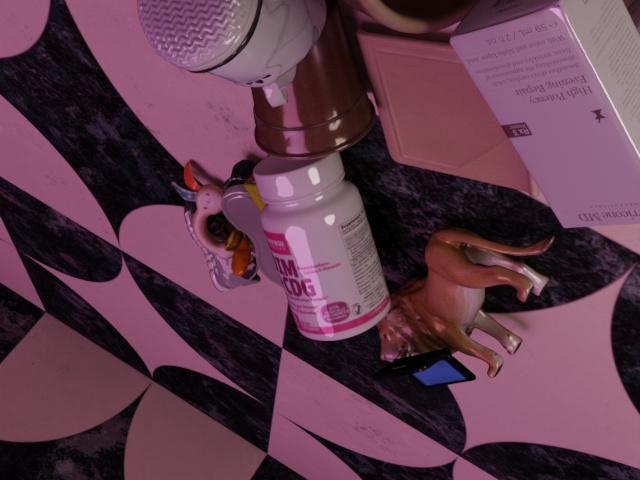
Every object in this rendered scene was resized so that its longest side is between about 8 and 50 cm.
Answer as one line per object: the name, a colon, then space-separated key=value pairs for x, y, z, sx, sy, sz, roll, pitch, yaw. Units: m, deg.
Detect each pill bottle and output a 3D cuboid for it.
pill bottle: x=0.000 y=0.000 z=1.268 sx=0.160 sy=0.160 sz=0.283 roll=4 pitch=120 yaw=45

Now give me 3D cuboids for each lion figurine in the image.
lion figurine: x=0.211 y=0.077 z=1.276 sx=0.240 sy=0.142 sz=0.392 roll=33 pitch=139 yaw=21

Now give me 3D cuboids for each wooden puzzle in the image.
wooden puzzle: x=0.166 y=-0.165 z=1.024 sx=0.239 sy=0.044 sz=0.221 roll=22 pitch=150 yaw=34

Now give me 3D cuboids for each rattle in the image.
rattle: x=-0.210 y=-0.037 z=1.510 sx=0.130 sy=0.142 sz=0.199 roll=-20 pitch=115 yaw=31

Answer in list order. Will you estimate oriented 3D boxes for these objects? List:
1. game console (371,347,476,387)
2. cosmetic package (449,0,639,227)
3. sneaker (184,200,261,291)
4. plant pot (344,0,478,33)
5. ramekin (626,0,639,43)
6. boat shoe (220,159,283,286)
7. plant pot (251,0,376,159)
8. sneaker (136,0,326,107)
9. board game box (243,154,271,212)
game console: x=0.164 y=0.218 z=1.289 sx=0.122 sy=0.107 sz=0.071 roll=-23 pitch=90 yaw=48
cosmetic package: x=0.226 y=-0.119 z=0.706 sx=0.117 sy=0.085 sz=0.231 roll=-4 pitch=131 yaw=52
sneaker: x=-0.177 y=-0.004 z=1.629 sx=0.132 sy=0.086 sz=0.228 roll=-8 pitch=122 yaw=21
plant pot: x=0.045 y=-0.340 z=0.701 sx=0.229 sy=0.263 sz=0.263 roll=37 pitch=158 yaw=38
ramekin: x=0.373 y=-0.129 z=0.751 sx=0.273 sy=0.127 sz=0.272 roll=27 pitch=151 yaw=17
boat shoe: x=-0.080 y=-0.021 z=1.464 sx=0.115 sy=0.091 sz=0.302 roll=-6 pitch=140 yaw=17
plant pot: x=-0.023 y=-0.218 z=1.035 sx=0.167 sy=0.167 sz=0.165 roll=16 pitch=138 yaw=32
sneaker: x=-0.101 y=-0.319 z=0.860 sx=0.138 sy=0.365 sz=0.210 roll=-14 pitch=163 yaw=21
board game box: x=-0.049 y=-0.058 z=1.365 sx=0.043 sy=0.092 sz=0.181 roll=8 pitch=141 yaw=40
